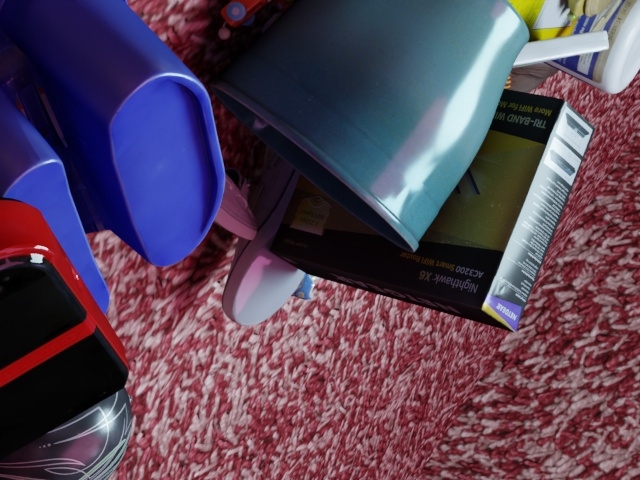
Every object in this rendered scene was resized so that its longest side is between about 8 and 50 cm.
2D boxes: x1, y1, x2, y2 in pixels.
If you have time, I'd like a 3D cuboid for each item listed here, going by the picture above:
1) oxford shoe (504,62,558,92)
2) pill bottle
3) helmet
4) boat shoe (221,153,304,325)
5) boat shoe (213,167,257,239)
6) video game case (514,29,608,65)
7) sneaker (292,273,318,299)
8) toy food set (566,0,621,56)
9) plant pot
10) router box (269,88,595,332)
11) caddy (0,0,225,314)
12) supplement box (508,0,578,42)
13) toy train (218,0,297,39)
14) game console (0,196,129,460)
[{"bbox_3d":[0.286,-0.264,2.607,0.132,0.130,0.364,-59,162,19],"label":"oxford shoe"},{"bbox_3d":[0.303,-0.311,2.352,0.153,0.265,0.153,-53,161,-27],"label":"pill bottle"},{"bbox_3d":[-0.265,0.177,1.692,0.169,0.161,0.169,-52,160,-28],"label":"helmet"},{"bbox_3d":[-0.051,-0.020,2.104,0.258,0.084,0.095,-59,137,-15],"label":"boat shoe"},{"bbox_3d":[-0.106,-0.050,1.965,0.063,0.066,0.184,-60,152,-3],"label":"boat shoe"},{"bbox_3d":[0.181,-0.208,2.126,0.204,0.285,0.025,-11,94,-22],"label":"video game case"},{"bbox_3d":[0.000,0.000,2.282,0.211,0.081,0.080,-52,158,-32],"label":"sneaker"},{"bbox_3d":[0.338,-0.325,2.156,0.132,0.038,0.192,-51,161,-34],"label":"toy food set"},{"bbox_3d":[0.070,-0.169,1.850,0.255,0.272,0.271,-50,161,-3],"label":"plant pot"},{"bbox_3d":[0.118,-0.054,1.977,0.081,0.309,0.243,32,76,-48],"label":"router box"},{"bbox_3d":[-0.220,-0.071,1.430,0.241,0.179,0.341,-38,156,-16],"label":"caddy"},{"bbox_3d":[0.196,-0.355,2.111,0.356,0.195,0.194,-17,133,-64],"label":"supplement box"},{"bbox_3d":[-0.052,-0.258,1.832,0.125,0.046,0.166,-40,175,12],"label":"toy train"},{"bbox_3d":[-0.343,0.131,1.341,0.386,0.060,0.342,-30,158,-6],"label":"game console"}]
